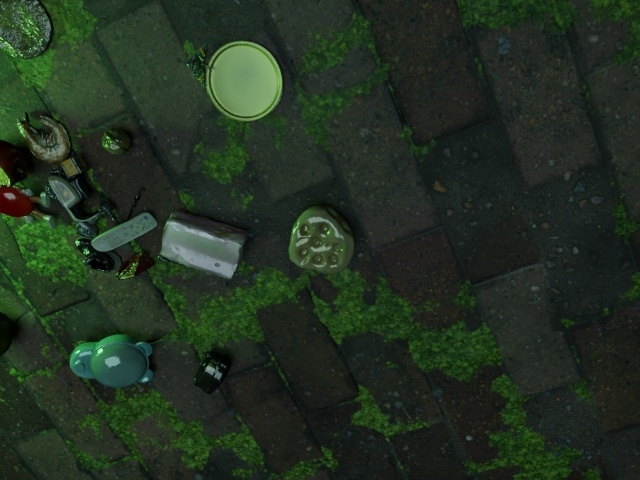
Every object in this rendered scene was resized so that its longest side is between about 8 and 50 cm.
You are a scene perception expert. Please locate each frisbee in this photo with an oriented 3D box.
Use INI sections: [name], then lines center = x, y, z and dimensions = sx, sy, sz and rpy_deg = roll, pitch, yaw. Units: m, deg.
[frisbee]
center = -0.226, -0.472, 1.555
dimensions = 0.235, 0.017, 0.236
rpy_deg = 2, 112, 6

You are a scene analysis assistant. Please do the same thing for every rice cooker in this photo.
[rice cooker]
center = -0.394, 0.481, 1.905
dimensions = 0.106, 0.112, 0.165
rpy_deg = 24, 111, 2

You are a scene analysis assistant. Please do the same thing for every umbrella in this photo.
[umbrella]
center = -0.623, -0.116, 1.737
dimensions = 0.022, 0.022, 0.149
rpy_deg = 47, 114, 27

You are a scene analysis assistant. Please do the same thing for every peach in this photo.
[peach]
center = -1.066, -0.243, 1.661
dimensions = 0.267, 0.154, 0.159
rpy_deg = -7, 105, 16

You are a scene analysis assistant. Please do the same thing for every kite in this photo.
[kite]
center = -0.359, -0.522, 1.545
dimensions = 0.090, 0.004, 0.122
rpy_deg = 17, 109, 13

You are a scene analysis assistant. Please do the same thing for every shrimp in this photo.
[shrimp]
center = -0.880, -0.335, 1.668
dimensions = 0.132, 0.051, 0.187
rpy_deg = -39, 110, -1

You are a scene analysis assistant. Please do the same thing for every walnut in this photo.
[walnut]
center = -0.637, -0.309, 1.629
dimensions = 0.092, 0.092, 0.092
rpy_deg = 2, 112, 5

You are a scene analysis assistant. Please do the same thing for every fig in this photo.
[fig]
center = -1.223, 0.327, 1.864
dimensions = 0.195, 0.196, 0.245
rpy_deg = 9, 155, 2

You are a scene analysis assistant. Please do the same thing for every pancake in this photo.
[pancake]
center = -0.895, -0.639, 1.554
dimensions = 0.199, 0.021, 0.199
rpy_deg = 2, 112, 5

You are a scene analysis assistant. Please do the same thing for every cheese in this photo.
[cheese]
center = 0.000, 0.000, 1.669
dimensions = 0.217, 0.117, 0.235
rpy_deg = -18, 110, 14

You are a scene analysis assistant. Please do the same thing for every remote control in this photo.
[remote control]
center = -0.661, -0.030, 1.750
dimensions = 0.229, 0.044, 0.073
rpy_deg = -28, 136, 3

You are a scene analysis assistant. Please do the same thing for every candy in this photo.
[candy]
center = -0.381, 0.013, 1.713
dimensions = 0.264, 0.116, 0.156
rpy_deg = 17, 112, -1

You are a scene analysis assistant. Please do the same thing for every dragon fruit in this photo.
[dragon fruit]
center = -0.655, 0.086, 1.800
dimensions = 0.131, 0.097, 0.063
rpy_deg = -11, 108, 31

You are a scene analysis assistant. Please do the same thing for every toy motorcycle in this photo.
[toy motorcycle]
center = -0.783, -0.133, 1.710
dimensions = 0.157, 0.091, 0.263
rpy_deg = -23, 109, 11

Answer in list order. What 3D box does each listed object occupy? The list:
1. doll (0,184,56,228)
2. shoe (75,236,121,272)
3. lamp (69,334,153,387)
[doll]
center = -0.997, -0.123, 1.734
dimensions = 0.217, 0.085, 0.183
rpy_deg = 11, 134, -4
[shoe]
center = -0.772, 0.056, 1.779
dimensions = 0.169, 0.099, 0.071
rpy_deg = 36, 113, -9
[lamp]
center = -0.762, 0.442, 1.907
dimensions = 0.283, 0.147, 0.210
rpy_deg = 9, 114, 3
